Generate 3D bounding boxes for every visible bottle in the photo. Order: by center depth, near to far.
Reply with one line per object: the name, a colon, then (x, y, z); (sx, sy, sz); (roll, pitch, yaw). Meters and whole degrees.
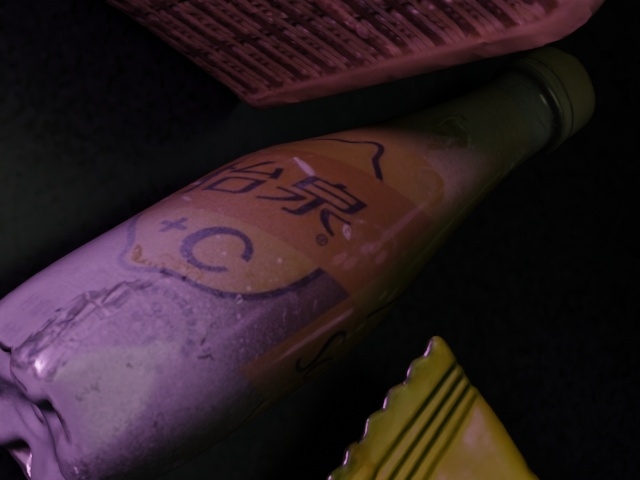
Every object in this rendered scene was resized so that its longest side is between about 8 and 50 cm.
bottle: (0.000, 0.000, 0.686); (0.269, 0.083, 0.083); (-31, 100, -29)

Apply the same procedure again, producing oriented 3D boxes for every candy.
candy: (0.079, 0.171, 0.722); (0.246, 0.069, 0.149); (46, 63, -18)

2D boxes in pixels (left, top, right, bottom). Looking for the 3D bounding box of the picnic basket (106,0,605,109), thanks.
picnic basket: (0.020, -0.227, 0.642); (0.175, 0.228, 0.313); (34, 70, -25)
